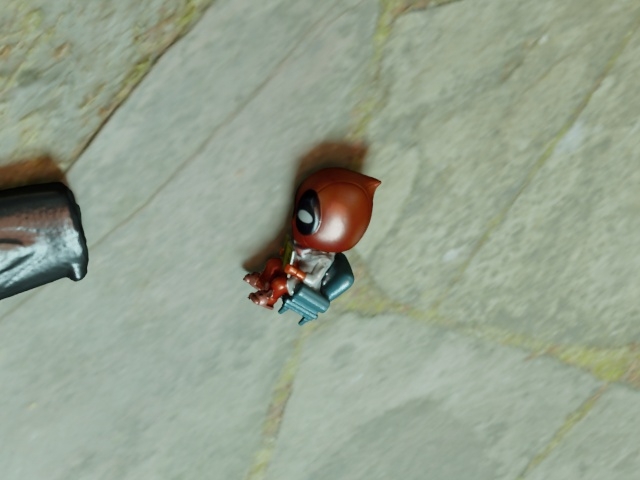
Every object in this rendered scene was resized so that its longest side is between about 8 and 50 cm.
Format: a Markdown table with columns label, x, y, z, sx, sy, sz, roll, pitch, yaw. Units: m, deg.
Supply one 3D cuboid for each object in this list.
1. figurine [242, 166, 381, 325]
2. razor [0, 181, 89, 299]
| label | x | y | z | sx | sy | sz | roll | pitch | yaw |
| --- | --- | --- | --- | --- | --- | --- | --- | --- | --- |
| figurine | 0.000 | 0.000 | 1.604 | 0.075 | 0.068 | 0.140 | 27 | 106 | -21 |
| razor | -0.261 | 0.005 | 1.542 | 0.148 | 0.054 | 0.090 | -17 | 117 | -8 |
